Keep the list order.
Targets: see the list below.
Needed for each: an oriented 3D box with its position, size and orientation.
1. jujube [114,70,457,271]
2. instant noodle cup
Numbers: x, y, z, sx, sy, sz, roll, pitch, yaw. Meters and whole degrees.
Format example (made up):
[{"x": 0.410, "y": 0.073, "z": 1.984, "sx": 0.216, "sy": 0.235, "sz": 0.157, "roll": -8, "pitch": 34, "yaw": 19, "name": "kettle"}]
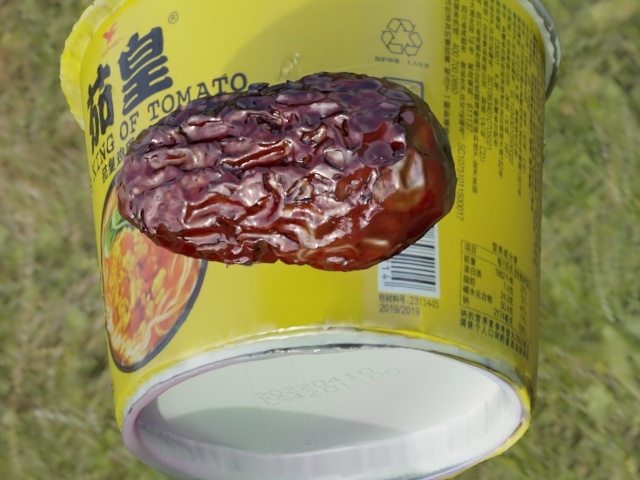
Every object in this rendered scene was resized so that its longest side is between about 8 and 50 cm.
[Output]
[{"x": -0.019, "y": -0.029, "z": 0.906, "sx": 0.166, "sy": 0.104, "sz": 0.104, "roll": -10, "pitch": 53, "yaw": 9, "name": "jujube"}, {"x": 0.000, "y": 0.000, "z": 1.162, "sx": 0.326, "sy": 0.325, "sz": 0.254, "roll": -20, "pitch": 59, "yaw": 29, "name": "instant noodle cup"}]
